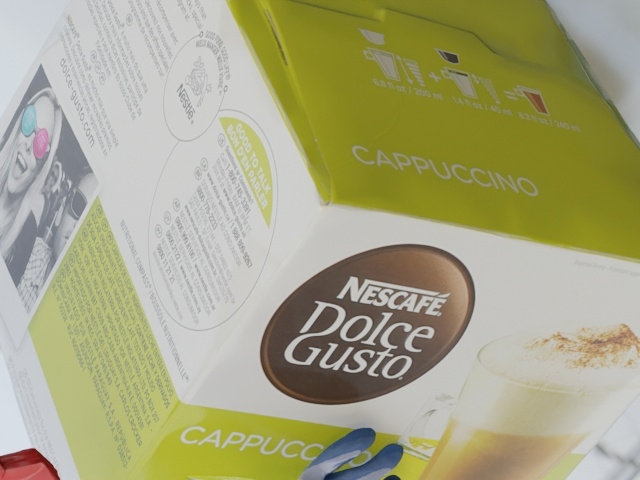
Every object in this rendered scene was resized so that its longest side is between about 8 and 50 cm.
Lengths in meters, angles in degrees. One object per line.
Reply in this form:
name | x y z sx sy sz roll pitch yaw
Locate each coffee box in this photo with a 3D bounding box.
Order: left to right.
coffee box | 0.000 0.000 1.330 0.337 0.334 0.338 11 -141 -36

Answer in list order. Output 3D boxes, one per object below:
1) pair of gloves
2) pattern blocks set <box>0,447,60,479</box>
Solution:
pair of gloves | -0.011 0.212 1.197 0.159 0.198 0.023 -14 -149 -43
pattern blocks set | -0.324 0.143 1.032 0.026 0.325 0.285 50 170 50
